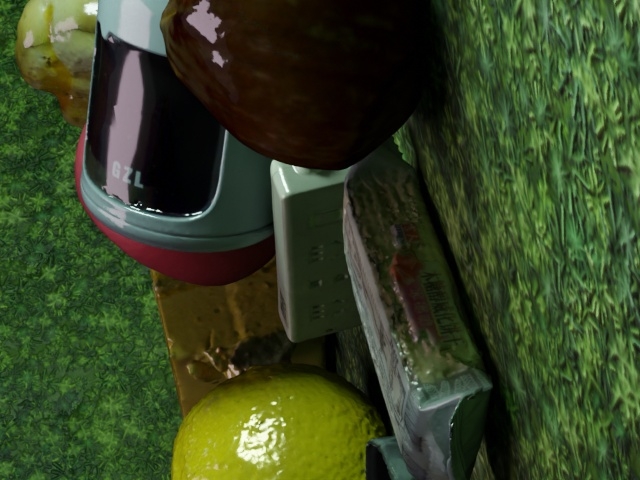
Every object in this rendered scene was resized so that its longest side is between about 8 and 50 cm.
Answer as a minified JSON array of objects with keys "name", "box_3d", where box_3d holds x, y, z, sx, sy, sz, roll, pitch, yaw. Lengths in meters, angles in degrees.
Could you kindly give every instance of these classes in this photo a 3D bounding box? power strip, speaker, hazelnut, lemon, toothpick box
[{"name":"power strip","box_3d":[0.000,0.000,1.847,0.338,0.098,0.058,88,166,-54]},{"name":"speaker","box_3d":[-0.162,-0.081,2.154,0.294,0.294,0.294,167,90,-82]},{"name":"hazelnut","box_3d":[-0.023,-0.153,1.379,0.234,0.218,0.218,107,150,-70]},{"name":"lemon","box_3d":[-0.040,0.291,1.986,0.268,0.268,0.321,91,170,-60]},{"name":"toothpick box","box_3d":[-0.121,-0.194,1.851,0.263,0.263,0.354,-115,29,-57]}]

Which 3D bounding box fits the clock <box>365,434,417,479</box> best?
[{"name":"clock","box_3d":[0.115,0.346,1.695,0.325,0.067,0.325,167,90,-82]}]

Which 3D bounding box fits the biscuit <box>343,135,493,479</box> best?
[{"name":"biscuit","box_3d":[0.079,0.075,1.475,0.186,0.079,0.309,85,169,-53]}]

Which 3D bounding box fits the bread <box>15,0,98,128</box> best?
[{"name":"bread","box_3d":[-0.261,-0.286,2.459,0.300,0.341,0.210,85,-168,-59]}]

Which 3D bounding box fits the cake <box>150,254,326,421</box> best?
[{"name":"cake","box_3d":[-0.101,0.147,2.374,0.227,0.223,0.286,83,171,-49]}]
